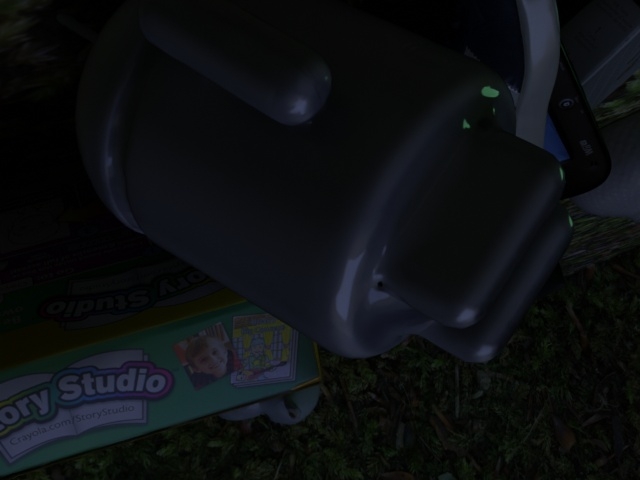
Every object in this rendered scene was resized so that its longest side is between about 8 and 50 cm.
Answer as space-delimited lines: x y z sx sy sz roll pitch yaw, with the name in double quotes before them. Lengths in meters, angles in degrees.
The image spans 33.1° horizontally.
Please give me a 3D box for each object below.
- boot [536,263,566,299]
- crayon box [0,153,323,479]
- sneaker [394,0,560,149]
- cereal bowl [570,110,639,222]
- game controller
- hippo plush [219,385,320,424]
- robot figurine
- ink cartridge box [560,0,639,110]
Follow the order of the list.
"boot" 0.050 0.057 1.346 0.367 0.146 0.445 -6 180 37
"crayon box" -0.219 0.046 0.883 0.363 0.106 0.313 -15 -148 -11
"sneaker" 0.084 -0.124 0.792 0.148 0.131 0.350 -14 145 1
"cereal bowl" 0.563 -0.123 1.750 0.339 0.141 0.339 -18 168 -4
"game controller" 0.155 -0.116 0.978 0.166 0.067 0.319 -7 151 26
"hippo plush" -0.076 0.176 1.751 0.294 0.236 0.234 -3 179 -1
"robot figurine" -0.016 -0.058 0.703 0.200 0.353 0.300 -54 154 -13
"ink cartridge box" 0.300 -0.200 1.152 0.239 0.060 0.275 -43 170 -6
